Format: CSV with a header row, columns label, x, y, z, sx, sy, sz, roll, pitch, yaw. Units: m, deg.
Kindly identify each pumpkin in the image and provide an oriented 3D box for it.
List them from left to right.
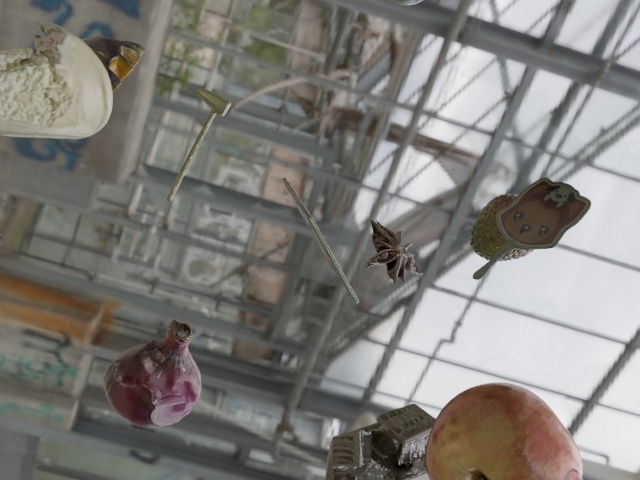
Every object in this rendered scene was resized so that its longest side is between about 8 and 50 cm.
label,x,y,z,sx,sy,sz,roll,pitch,yaw
pumpkin,-0.432,-0.344,1.815,0.130,0.149,0.254,-45,-161,21

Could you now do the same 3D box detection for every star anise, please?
label,x,y,z,sx,sy,sz,roll,pitch,yaw
star anise,0.139,0.033,1.779,0.056,0.129,0.124,-37,-146,42

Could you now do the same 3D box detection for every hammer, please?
label,x,y,z,sx,sy,sz,roll,pitch,yaw
hammer,-0.217,-0.155,1.597,0.195,0.060,0.028,-62,-179,7

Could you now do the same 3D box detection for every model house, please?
label,x,y,z,sx,sy,sz,roll,pitch,yaw
model house,0.122,0.369,1.718,0.188,0.229,0.122,115,-41,-63

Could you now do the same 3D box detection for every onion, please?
label,x,y,z,sx,sy,sz,roll,pitch,yaw
onion,-0.269,0.234,1.653,0.198,0.173,0.135,-56,-137,29

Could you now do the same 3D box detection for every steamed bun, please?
label,x,y,z,sx,sy,sz,roll,pitch,yaw
steamed bun,-0.432,-0.242,1.465,0.225,0.200,0.170,18,-69,58

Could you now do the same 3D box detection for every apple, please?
label,x,y,z,sx,sy,sz,roll,pitch,yaw
apple,0.248,0.292,1.297,0.164,0.209,0.209,-38,158,-46

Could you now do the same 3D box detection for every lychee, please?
label,x,y,z,sx,sy,sz,roll,pitch,yaw
lychee,0.317,-0.023,1.626,0.146,0.114,0.114,-32,-151,27

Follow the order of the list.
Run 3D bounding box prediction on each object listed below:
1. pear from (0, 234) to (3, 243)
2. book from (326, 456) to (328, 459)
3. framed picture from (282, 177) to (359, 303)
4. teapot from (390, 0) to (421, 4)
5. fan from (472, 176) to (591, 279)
label,x,y,z,sx,sy,sz,roll,pitch,yaw
pear,-0.839,-0.044,1.977,0.281,0.286,0.176,-33,-164,-14
book,0.111,0.522,2.089,0.016,0.198,0.138,-53,-131,15
framed picture,0.000,0.000,1.869,0.231,0.010,0.173,61,-2,-36
teapot,0.177,-0.539,1.682,0.337,0.200,0.270,49,-55,39
fan,0.316,-0.013,1.510,0.220,0.009,0.132,-43,-139,-10
